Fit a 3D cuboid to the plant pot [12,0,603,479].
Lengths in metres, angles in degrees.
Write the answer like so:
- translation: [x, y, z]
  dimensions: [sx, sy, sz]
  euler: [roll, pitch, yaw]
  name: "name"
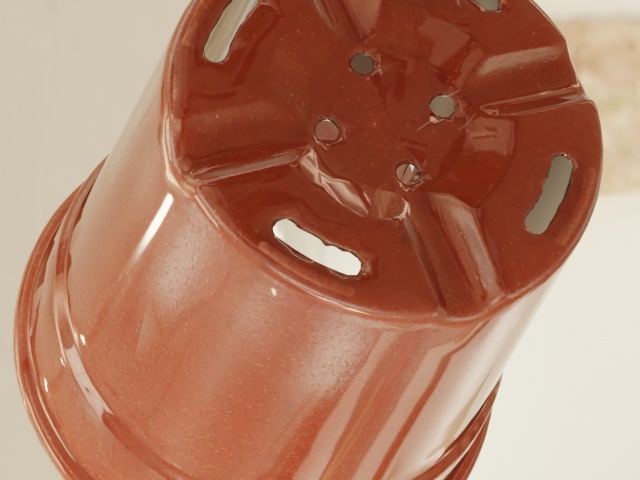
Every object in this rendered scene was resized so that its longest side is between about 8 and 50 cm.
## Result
- translation: [0.000, 0.000, 0.947]
  dimensions: [0.265, 0.272, 0.272]
  euler: [120, 157, -59]
  name: "plant pot"
